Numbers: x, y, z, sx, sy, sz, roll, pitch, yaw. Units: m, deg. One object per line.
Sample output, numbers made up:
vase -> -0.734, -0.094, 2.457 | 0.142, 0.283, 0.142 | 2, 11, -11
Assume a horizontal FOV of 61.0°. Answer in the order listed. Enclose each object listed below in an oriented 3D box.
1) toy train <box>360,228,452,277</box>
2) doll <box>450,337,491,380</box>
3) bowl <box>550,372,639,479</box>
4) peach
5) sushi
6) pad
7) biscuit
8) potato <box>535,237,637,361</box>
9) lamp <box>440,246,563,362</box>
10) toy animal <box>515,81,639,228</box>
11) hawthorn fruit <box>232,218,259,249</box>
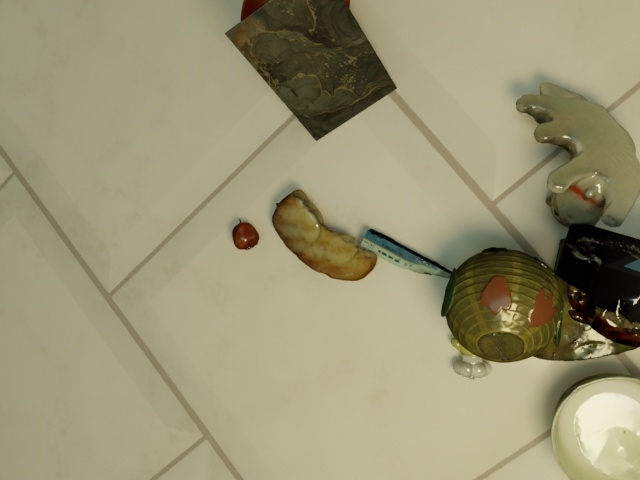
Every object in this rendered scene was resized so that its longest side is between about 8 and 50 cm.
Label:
toy train -> 0.212, 0.045, 1.331 | 0.233, 0.052, 0.051 | 29, 104, 12
doll -> 0.362, 0.253, 1.294 | 0.105, 0.062, 0.163 | 2, 92, 15
bowl -> 0.640, 0.410, 1.179 | 0.276, 0.145, 0.278 | 1, 93, 18
peach -> -0.068, -0.539, 1.284 | 0.281, 0.238, 0.281 | -30, 51, 47
sushi -> 0.590, 0.095, 1.023 | 0.215, 0.227, 0.213 | 18, 98, 43
pad -> -0.006, -0.405, 1.242 | 0.247, 0.367, 0.007 | -31, 46, 15
biscuit -> -0.001, 0.004, 1.376 | 0.299, 0.045, 0.154 | 42, 124, 12
potato -> 0.576, 0.121, 1.200 | 0.269, 0.112, 0.256 | -14, 89, 15
lamp -> 0.395, 0.124, 1.173 | 0.249, 0.284, 0.250 | 10, 130, 12
toy animal -> 0.539, -0.174, 1.184 | 0.307, 0.188, 0.266 | 33, 79, 20
hawthorn fruit -> -0.201, -0.011, 1.440 | 0.077, 0.077, 0.077 | 1, 94, 16
